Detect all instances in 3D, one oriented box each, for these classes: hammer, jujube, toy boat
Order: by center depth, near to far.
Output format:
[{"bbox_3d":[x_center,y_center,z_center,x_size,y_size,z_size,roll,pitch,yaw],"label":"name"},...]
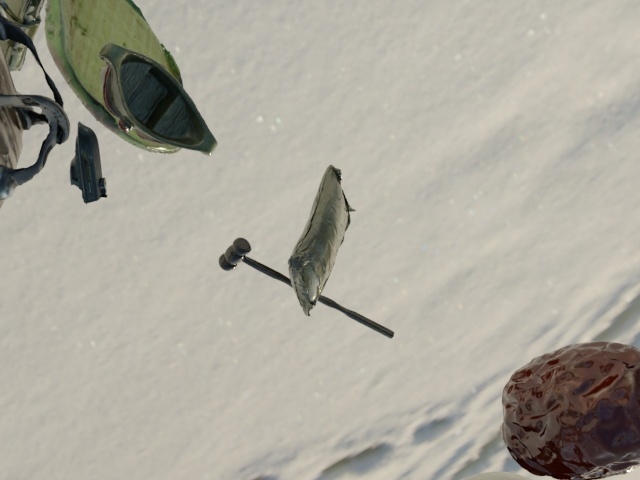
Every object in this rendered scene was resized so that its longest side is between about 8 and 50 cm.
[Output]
[{"bbox_3d":[-0.189,-0.156,1.291,0.185,0.071,0.089,44,71,-41],"label":"toy boat"},{"bbox_3d":[0.323,0.210,1.433,0.174,0.174,0.250,-9,171,-32],"label":"jujube"},{"bbox_3d":[-0.014,0.080,1.742,0.292,0.029,0.058,28,137,-16],"label":"hammer"},{"bbox_3d":[-0.401,-0.137,2.005,0.060,0.055,0.141,-3,114,0],"label":"toy boat"}]

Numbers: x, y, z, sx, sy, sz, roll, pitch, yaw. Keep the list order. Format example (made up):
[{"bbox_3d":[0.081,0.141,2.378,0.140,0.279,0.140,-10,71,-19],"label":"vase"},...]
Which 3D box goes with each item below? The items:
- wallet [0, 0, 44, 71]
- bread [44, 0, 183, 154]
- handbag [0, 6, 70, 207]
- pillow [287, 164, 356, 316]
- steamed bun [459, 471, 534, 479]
[{"bbox_3d":[-0.340,-0.259,1.249,0.039,0.110,0.155,-21,160,-37],"label":"wallet"},{"bbox_3d":[-0.287,-0.251,1.675,0.045,0.301,0.301,-28,151,24],"label":"bread"},{"bbox_3d":[-0.363,-0.127,1.055,0.283,0.149,0.302,7,149,3],"label":"handbag"},{"bbox_3d":[0.000,0.000,1.712,0.053,0.208,0.119,10,142,16],"label":"pillow"},{"bbox_3d":[0.201,0.449,1.602,0.324,0.206,0.324,-41,179,-1],"label":"steamed bun"}]
